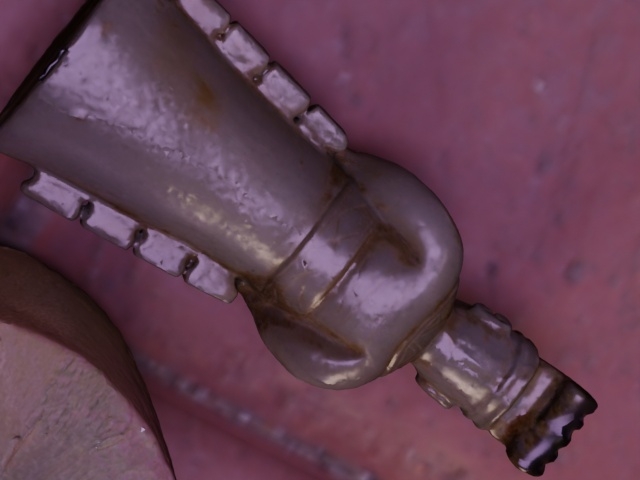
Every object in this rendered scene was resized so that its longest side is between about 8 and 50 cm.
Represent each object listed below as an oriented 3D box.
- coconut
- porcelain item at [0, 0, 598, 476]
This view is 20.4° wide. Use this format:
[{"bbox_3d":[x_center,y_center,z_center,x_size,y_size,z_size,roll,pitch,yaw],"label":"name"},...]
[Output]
[{"bbox_3d":[-0.114,0.080,0.536,0.147,0.153,0.147,-3,109,-9],"label":"coconut"},{"bbox_3d":[0.000,0.000,0.579,0.213,0.054,0.084,36,102,-16],"label":"porcelain item"}]
